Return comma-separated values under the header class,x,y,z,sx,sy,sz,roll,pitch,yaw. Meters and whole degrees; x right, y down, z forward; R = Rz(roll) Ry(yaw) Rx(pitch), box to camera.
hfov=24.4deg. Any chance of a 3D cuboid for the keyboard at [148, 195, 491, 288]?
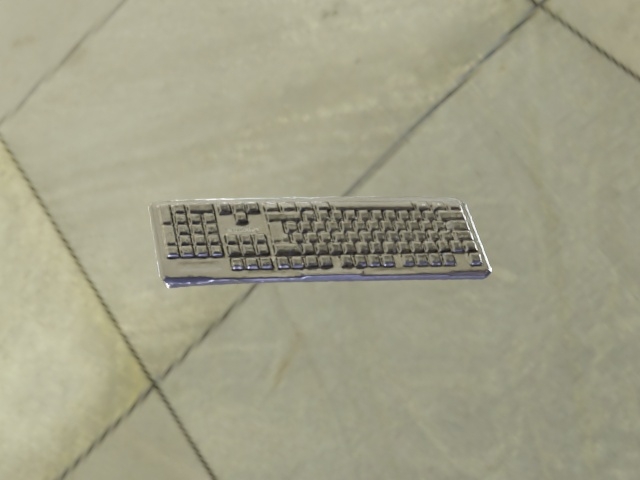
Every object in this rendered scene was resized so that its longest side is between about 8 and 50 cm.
class,x,y,z,sx,sy,sz,roll,pitch,yaw
keyboard,0.000,0.000,0.674,0.155,0.010,0.053,-2,47,-17
